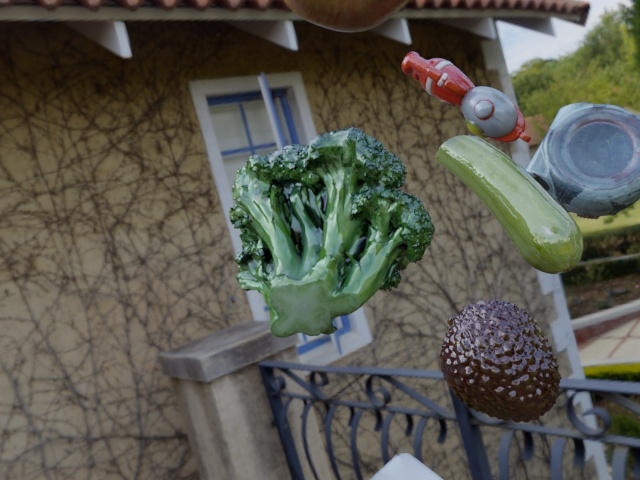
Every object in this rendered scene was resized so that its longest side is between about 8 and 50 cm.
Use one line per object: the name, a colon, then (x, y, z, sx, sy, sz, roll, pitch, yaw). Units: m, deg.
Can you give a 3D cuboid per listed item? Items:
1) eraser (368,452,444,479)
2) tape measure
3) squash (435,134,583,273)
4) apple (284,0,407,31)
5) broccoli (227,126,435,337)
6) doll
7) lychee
eraser: (0.168, 0.658, 1.400, 0.149, 0.332, 0.331, 28, 29, 30)
tape measure: (0.640, -0.189, 1.395, 0.275, 0.256, 0.147, 29, -8, 21)
squash: (0.263, -0.057, 0.821, 0.083, 0.250, 0.083, -28, -27, -16)
apple: (0.075, -0.731, 1.466, 0.400, 0.400, 0.334, -15, 37, 21)
broccoli: (0.000, 0.000, 0.758, 0.294, 0.265, 0.245, -38, 26, 29)
doll: (0.335, -0.317, 1.346, 0.105, 0.336, 0.199, -57, -22, 17)
lychee: (0.367, 0.249, 1.225, 0.235, 0.271, 0.236, -23, -39, -20)
